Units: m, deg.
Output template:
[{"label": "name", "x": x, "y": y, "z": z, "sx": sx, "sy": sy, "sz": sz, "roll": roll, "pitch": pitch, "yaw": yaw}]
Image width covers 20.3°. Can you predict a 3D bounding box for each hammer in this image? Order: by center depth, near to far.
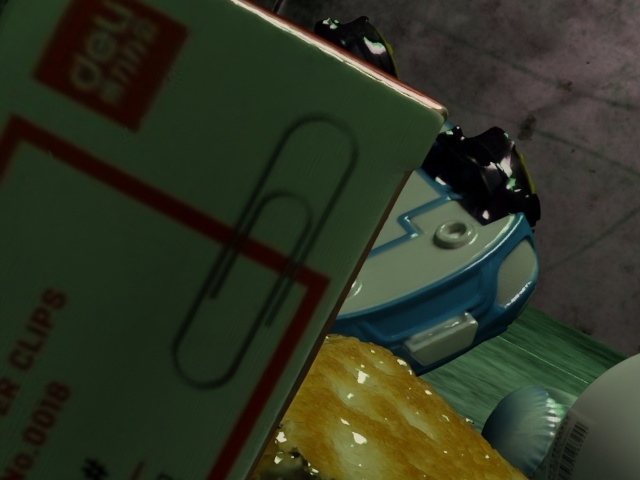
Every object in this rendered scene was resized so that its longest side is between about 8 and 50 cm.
[{"label": "hammer", "x": 0.185, "y": 0.114, "z": 0.989, "sx": 0.116, "sy": 0.070, "sz": 0.194, "roll": 25, "pitch": -27, "yaw": -32}]

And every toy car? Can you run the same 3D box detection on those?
[{"label": "toy car", "x": 0.000, "y": 0.000, "z": 1.031, "sx": 0.314, "sy": 0.198, "sz": 0.166, "roll": 47, "pitch": -23, "yaw": 50}]

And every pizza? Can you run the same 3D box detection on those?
[{"label": "pizza", "x": 0.050, "y": 0.117, "z": 0.702, "sx": 0.199, "sy": 0.062, "sz": 0.188, "roll": 33, "pitch": 18, "yaw": 6}]

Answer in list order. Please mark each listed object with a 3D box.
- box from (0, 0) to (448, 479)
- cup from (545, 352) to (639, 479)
[{"label": "box", "x": -0.064, "y": 0.006, "z": 0.544, "sx": 0.133, "sy": 0.182, "sz": 0.099, "roll": 29, "pitch": 4, "yaw": -12}, {"label": "cup", "x": 0.194, "y": 0.153, "z": 0.843, "sx": 0.134, "sy": 0.174, "sz": 0.142, "roll": -7, "pitch": 15, "yaw": -13}]
